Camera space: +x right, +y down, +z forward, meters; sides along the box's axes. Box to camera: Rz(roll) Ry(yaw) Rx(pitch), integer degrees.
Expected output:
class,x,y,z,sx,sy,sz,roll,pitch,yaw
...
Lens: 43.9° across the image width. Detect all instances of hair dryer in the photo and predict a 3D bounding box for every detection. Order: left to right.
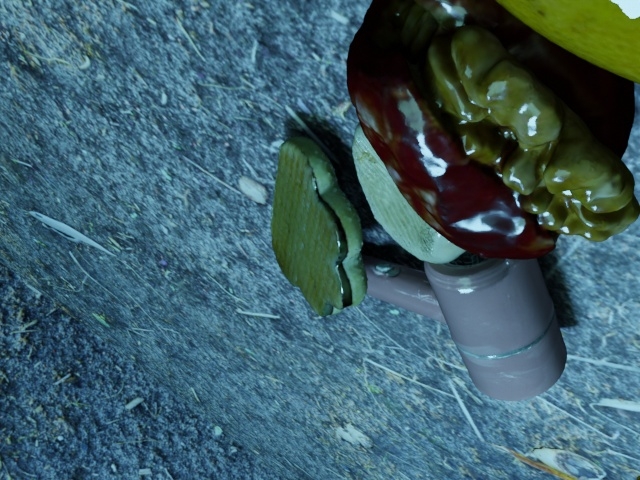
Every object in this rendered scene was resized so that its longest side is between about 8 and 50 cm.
class,x,y,z,sx,sy,sz,roll,pitch,yaw
hair dryer,0.131,0.057,1.020,0.352,0.125,0.210,15,143,45

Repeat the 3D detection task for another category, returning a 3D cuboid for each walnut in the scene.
class,x,y,z,sx,sy,sz,roll,pitch,yaw
walnut,0.138,-0.105,0.635,0.222,0.244,0.269,-42,128,18

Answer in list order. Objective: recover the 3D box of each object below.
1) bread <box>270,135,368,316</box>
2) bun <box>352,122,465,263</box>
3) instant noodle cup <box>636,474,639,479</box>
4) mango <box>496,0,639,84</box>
class,x,y,z,sx,sy,sz,roll,pitch,yaw
bread,0.000,0.000,1.057,0.207,0.056,0.286,58,158,21
bun,0.114,-0.068,0.856,0.183,0.102,0.183,54,166,20
instant noodle cup,0.522,0.376,0.853,0.340,0.340,0.266,10,150,39
mango,0.228,-0.183,0.413,0.378,0.264,0.221,42,149,9
